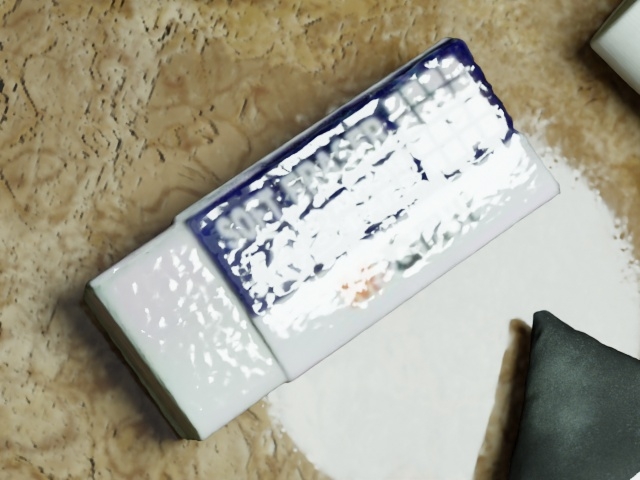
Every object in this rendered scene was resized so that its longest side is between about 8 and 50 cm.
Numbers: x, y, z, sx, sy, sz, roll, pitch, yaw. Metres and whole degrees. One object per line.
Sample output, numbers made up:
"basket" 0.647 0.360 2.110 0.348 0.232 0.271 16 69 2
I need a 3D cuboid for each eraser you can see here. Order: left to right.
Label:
"eraser" 0.000 0.000 1.228 0.287 0.086 0.130 -36 91 -11

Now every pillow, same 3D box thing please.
"pillow" 0.190 0.185 1.227 0.186 0.106 0.250 17 79 1

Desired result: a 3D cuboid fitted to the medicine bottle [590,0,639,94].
"medicine bottle" 0.301 -0.091 1.263 0.237 0.139 0.139 42 79 0
